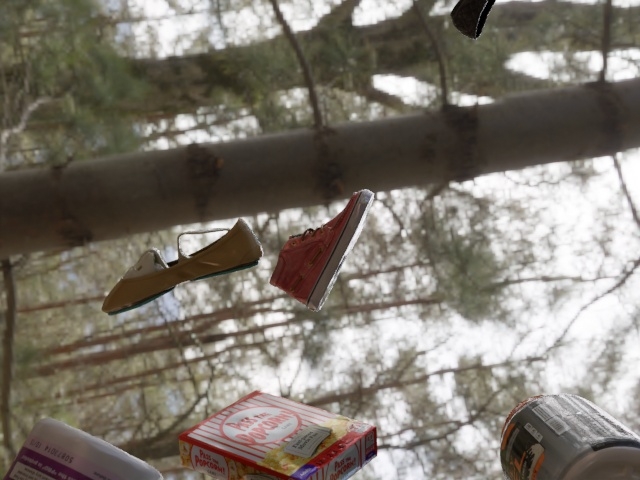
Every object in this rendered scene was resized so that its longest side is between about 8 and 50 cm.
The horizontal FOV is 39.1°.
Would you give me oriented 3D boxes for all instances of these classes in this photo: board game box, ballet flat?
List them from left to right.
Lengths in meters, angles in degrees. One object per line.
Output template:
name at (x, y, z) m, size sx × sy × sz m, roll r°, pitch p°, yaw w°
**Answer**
ballet flat at (-0.193, 0.030, 1.203) m, size 0.080 × 0.232 × 0.073 m, roll -95°, pitch 165°, yaw -79°
board game box at (-0.051, 0.249, 1.087) m, size 0.193 × 0.146 × 0.045 m, roll 9°, pitch -70°, yaw 35°
ballet flat at (0.233, -0.326, 1.121) m, size 0.049 × 0.173 × 0.057 m, roll 48°, pitch 24°, yaw 13°

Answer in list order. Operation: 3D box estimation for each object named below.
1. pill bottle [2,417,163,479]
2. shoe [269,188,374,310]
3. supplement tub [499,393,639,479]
pill bottle at (-0.309, 0.363, 0.982) m, size 0.169 × 0.169 × 0.302 m, roll 110°, pitch 6°, yaw -68°
shoe at (0.000, 0.000, 1.201) m, size 0.178 × 0.081 × 0.063 m, roll -63°, pitch 171°, yaw 8°
supplement tub at (0.384, 0.344, 1.342) m, size 0.316 × 0.193 × 0.194 m, roll -130°, pitch -147°, yaw -84°
